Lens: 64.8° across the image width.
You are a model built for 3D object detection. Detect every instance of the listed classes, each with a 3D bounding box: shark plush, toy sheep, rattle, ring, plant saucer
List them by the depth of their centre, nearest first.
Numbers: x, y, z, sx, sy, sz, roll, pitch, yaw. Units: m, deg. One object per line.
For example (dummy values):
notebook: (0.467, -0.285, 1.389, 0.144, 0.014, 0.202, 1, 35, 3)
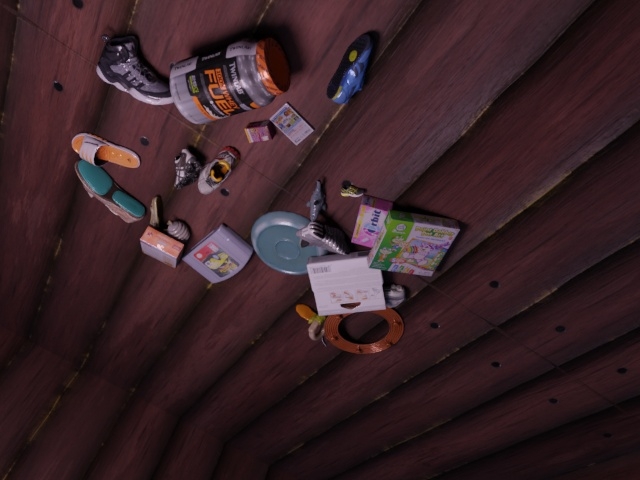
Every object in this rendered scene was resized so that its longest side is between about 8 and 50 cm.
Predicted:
shark plush: (-0.005, -0.138, 1.749, 0.073, 0.067, 0.161, 23, 133, -2)
plant saucer: (-0.124, 0.025, 1.946, 0.317, 0.044, 0.318, 9, 132, 11)
toy sheep: (-0.569, -0.036, 2.003, 0.091, 0.091, 0.132, -5, 146, 21)
ring: (0.183, 0.377, 2.119, 0.336, 0.032, 0.337, 2, 130, 2)
rattle: (-0.026, 0.374, 2.201, 0.142, 0.130, 0.200, 10, 159, 23)

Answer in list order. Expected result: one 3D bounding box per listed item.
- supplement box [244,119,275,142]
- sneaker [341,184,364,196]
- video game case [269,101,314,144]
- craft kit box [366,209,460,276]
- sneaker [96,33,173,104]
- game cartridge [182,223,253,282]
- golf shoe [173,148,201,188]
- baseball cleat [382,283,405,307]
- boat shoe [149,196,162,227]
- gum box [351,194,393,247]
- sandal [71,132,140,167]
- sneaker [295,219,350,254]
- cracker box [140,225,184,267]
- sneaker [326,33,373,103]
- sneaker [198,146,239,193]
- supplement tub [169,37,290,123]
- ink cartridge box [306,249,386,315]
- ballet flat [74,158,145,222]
supplement box: (-0.196, -0.354, 1.638, 0.083, 0.043, 0.055, -2, 129, 20)
sneaker: (0.107, -0.169, 1.711, 0.083, 0.031, 0.035, 0, 129, 18)
video game case: (-0.091, -0.372, 1.612, 0.122, 0.011, 0.087, 42, 129, -19)
craft kit box: (0.316, 0.014, 1.745, 0.249, 0.061, 0.247, 7, 131, -12)
sneaker: (-0.566, -0.532, 1.558, 0.268, 0.101, 0.153, 25, 135, -1)
game cartridge: (-0.415, 0.066, 2.066, 0.196, 0.060, 0.294, 39, 130, -22)
golf shoe: (-0.486, -0.256, 1.806, 0.198, 0.077, 0.094, -37, 80, 50)
baseball cleat: (0.232, 0.222, 1.984, 0.205, 0.072, 0.110, 1, 130, 17)
boat shoe: (-0.653, -0.113, 1.983, 0.048, 0.056, 0.153, 14, 140, -1)
gum box: (0.179, -0.058, 1.764, 0.107, 0.062, 0.189, 15, 133, 4)
sandal: (-0.795, -0.315, 1.837, 0.265, 0.076, 0.102, 16, 132, 4)
sneaker: (0.000, 0.000, 1.837, 0.132, 0.086, 0.228, -18, 144, 37)
cracker box: (-0.636, 0.032, 2.032, 0.155, 0.067, 0.232, 29, 160, -9)
sneaker: (0.099, -0.482, 1.432, 0.082, 0.069, 0.209, 7, 132, -35)
sneaker: (-0.372, -0.234, 1.764, 0.088, 0.093, 0.225, 35, 132, -15)
supplement tub: (-0.259, -0.465, 1.461, 0.315, 0.194, 0.194, -10, 126, 24)
ink cartridge box: (0.104, 0.163, 1.923, 0.274, 0.060, 0.239, -7, 119, 10)
ballet flat: (-0.830, -0.177, 1.953, 0.106, 0.108, 0.316, -24, 118, 41)
